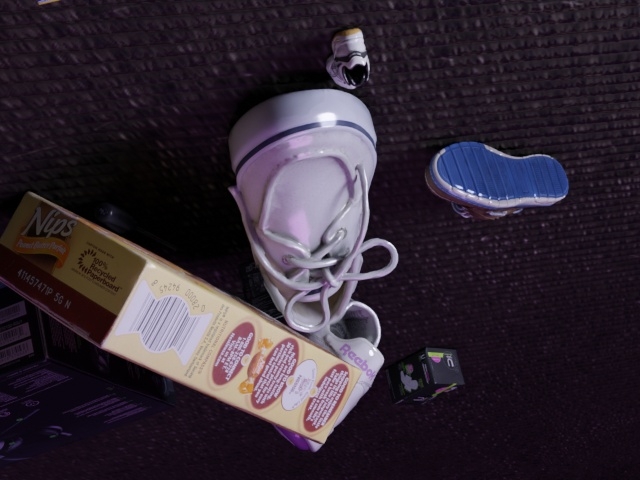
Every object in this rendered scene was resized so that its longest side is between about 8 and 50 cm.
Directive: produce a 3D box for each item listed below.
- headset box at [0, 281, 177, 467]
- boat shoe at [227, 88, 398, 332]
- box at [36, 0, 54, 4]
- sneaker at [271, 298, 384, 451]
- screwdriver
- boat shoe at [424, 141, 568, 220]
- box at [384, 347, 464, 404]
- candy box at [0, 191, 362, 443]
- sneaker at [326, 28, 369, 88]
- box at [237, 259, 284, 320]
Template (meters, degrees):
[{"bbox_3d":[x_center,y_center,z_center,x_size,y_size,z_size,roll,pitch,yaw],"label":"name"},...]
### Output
[{"bbox_3d":[-0.312,0.125,1.598,0.246,0.131,0.283,-21,158,17],"label":"headset box"},{"bbox_3d":[-0.009,0.002,1.439,0.135,0.156,0.367,-11,159,-8],"label":"boat shoe"},{"bbox_3d":[-0.106,-0.201,1.006,0.169,0.054,0.059,-13,159,-3],"label":"box"},{"bbox_3d":[-0.002,0.123,1.699,0.152,0.114,0.305,-44,-163,1],"label":"sneaker"},{"bbox_3d":[-0.172,-0.010,1.507,0.025,0.024,0.170,12,172,16],"label":"screwdriver"},{"bbox_3d":[0.160,-0.048,1.543,0.183,0.066,0.066,6,153,-42],"label":"boat shoe"},{"bbox_3d":[0.139,0.182,2.133,0.062,0.052,0.083,6,153,-43],"label":"box"},{"bbox_3d":[-0.126,0.074,1.445,0.316,0.183,0.088,32,87,-48],"label":"candy box"},{"bbox_3d":[0.023,-0.135,1.279,0.032,0.037,0.083,-15,161,-2],"label":"sneaker"},{"bbox_3d":[-0.039,0.045,1.654,0.083,0.067,0.018,-21,157,14],"label":"box"}]
